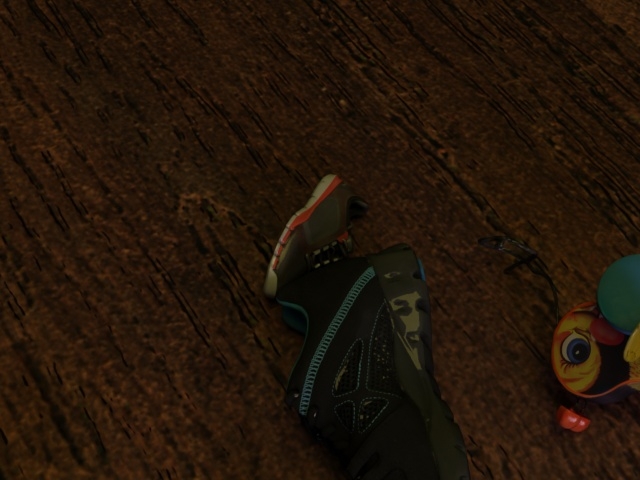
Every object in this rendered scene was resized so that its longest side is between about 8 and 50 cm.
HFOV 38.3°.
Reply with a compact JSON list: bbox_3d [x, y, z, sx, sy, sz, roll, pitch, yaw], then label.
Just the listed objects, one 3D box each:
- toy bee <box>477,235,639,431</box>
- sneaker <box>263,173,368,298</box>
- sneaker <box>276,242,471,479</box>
[{"bbox_3d":[0.280,0.100,0.824,0.195,0.298,0.162,20,80,-33],"label":"toy bee"},{"bbox_3d":[0.000,0.000,0.905,0.064,0.061,0.158,29,58,7],"label":"sneaker"},{"bbox_3d":[0.046,0.161,0.776,0.139,0.125,0.341,-11,49,1],"label":"sneaker"}]
